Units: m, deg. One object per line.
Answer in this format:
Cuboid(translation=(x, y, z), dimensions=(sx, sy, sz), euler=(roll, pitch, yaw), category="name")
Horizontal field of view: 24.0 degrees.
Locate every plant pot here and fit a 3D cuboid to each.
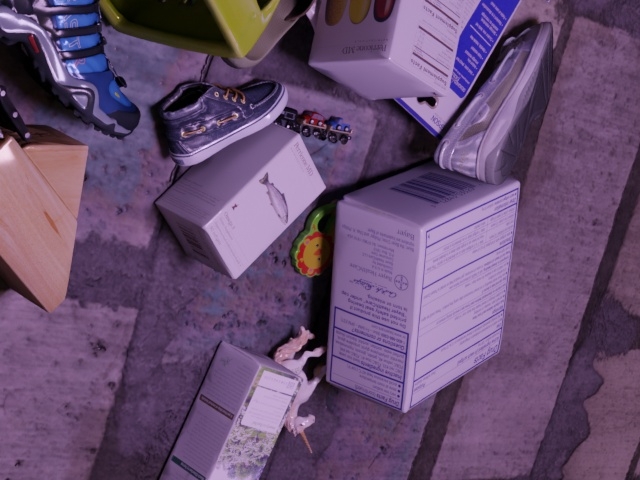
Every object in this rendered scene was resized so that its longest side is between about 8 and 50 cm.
Cuboid(translation=(-0.147, -0.362, 1.663), dimensions=(0.207, 0.228, 0.227), euler=(-53, 137, -23), category="plant pot")

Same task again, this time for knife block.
Cuboid(translation=(-0.385, -0.054, 1.666), dimensions=(0.242, 0.088, 0.276), euler=(-4, 112, -43), category="knife block")

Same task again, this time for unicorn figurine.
Cuboid(translation=(-0.028, 0.206, 2.175), dimensions=(0.111, 0.060, 0.162), euler=(-42, 117, -22), category="unicorn figurine")

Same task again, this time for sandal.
Cuboid(translation=(-0.034, -0.326, 1.833), dimensions=(0.120, 0.086, 0.303), euler=(47, 52, -32), category="sandal")

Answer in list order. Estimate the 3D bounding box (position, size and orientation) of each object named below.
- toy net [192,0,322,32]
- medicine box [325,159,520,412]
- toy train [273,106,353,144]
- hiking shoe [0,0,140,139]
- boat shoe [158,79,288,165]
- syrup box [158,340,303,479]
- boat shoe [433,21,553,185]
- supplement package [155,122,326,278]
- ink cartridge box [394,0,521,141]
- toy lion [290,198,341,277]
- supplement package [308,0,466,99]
Cuboid(translation=(-0.065, -0.318, 1.897), dimensions=(0.232, 0.045, 0.122), euler=(-2, 84, -47), category="toy net")
Cuboid(translation=(0.147, 0.059, 2.170), dimensions=(0.263, 0.149, 0.289), euler=(-24, 125, -49), category="medicine box")
Cuboid(translation=(-0.013, -0.157, 2.032), dimensions=(0.158, 0.027, 0.036), euler=(9, 91, -46), category="toy train")
Cuboid(translation=(-0.274, -0.230, 1.663), dimensions=(0.132, 0.113, 0.304), euler=(-46, 136, -6), category="hiking shoe")
Cuboid(translation=(-0.119, -0.171, 1.890), dimensions=(0.183, 0.065, 0.083), euler=(-36, 132, -26), category="boat shoe")
Cuboid(translation=(-0.127, 0.270, 2.070), dimensions=(0.093, 0.096, 0.237), euler=(23, 92, -46), category="syrup box")
Cuboid(translation=(0.266, -0.211, 2.203), dimensions=(0.118, 0.103, 0.320), euler=(80, 31, -49), category="boat shoe")
Cuboid(translation=(-0.101, -0.058, 1.933), dimensions=(0.179, 0.105, 0.105), euler=(-46, 134, -19), category="supplement package")
Cuboid(translation=(0.201, -0.341, 2.127), dimensions=(0.176, 0.069, 0.371), euler=(36, 80, -48), category="ink cartridge box")
Cuboid(translation=(0.000, 0.000, 2.120), dimensions=(0.096, 0.034, 0.100), euler=(-17, 120, -30), category="toy lion")
Cuboid(translation=(0.097, -0.317, 1.933), dimensions=(0.134, 0.139, 0.244), euler=(25, 72, -48), category="supplement package")
